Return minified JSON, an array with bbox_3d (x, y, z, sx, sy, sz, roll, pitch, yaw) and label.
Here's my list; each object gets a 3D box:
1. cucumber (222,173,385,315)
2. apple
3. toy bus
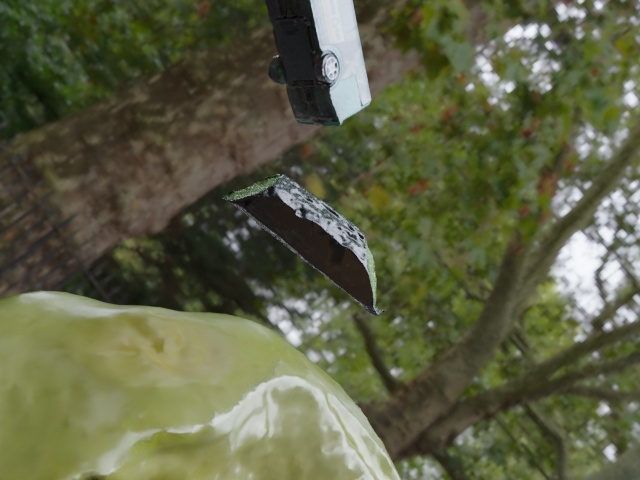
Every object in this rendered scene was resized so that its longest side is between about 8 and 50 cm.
[{"bbox_3d":[0.000,0.000,1.208,0.220,0.070,0.046,37,19,-11],"label":"cucumber"},{"bbox_3d":[-0.080,0.161,0.436,0.279,0.279,0.279,48,-15,17],"label":"apple"},{"bbox_3d":[-0.012,-0.271,1.362,0.091,0.109,0.261,9,-60,40],"label":"toy bus"}]
